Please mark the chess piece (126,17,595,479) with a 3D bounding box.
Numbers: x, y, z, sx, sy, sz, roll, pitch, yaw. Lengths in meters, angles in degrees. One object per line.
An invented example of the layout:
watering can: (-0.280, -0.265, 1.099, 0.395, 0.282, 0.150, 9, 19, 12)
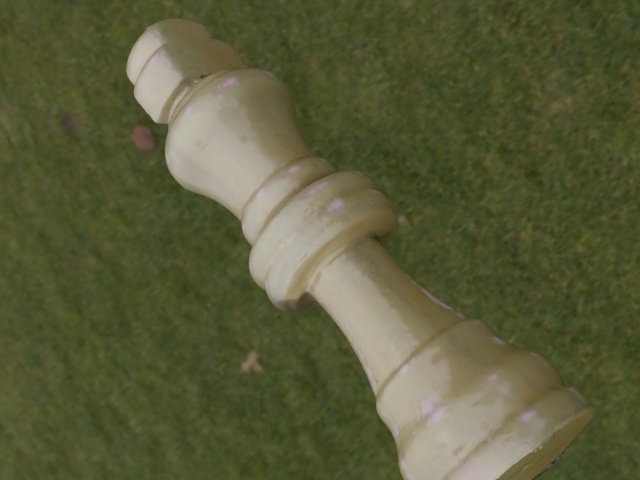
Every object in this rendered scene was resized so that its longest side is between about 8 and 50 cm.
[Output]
chess piece: (0.000, 0.000, 0.756, 0.397, 0.117, 0.117, 49, 141, 22)
